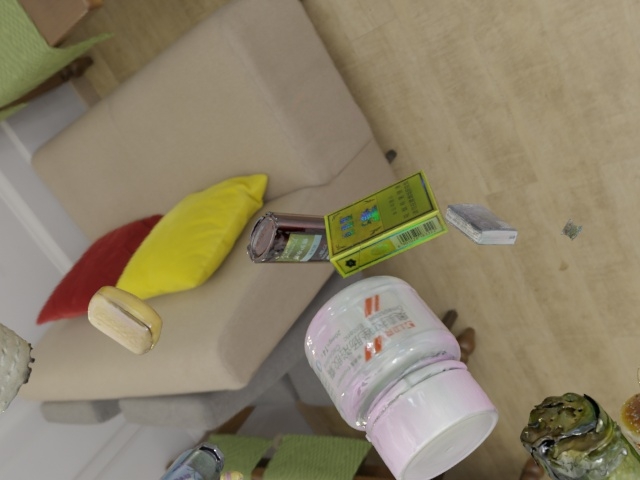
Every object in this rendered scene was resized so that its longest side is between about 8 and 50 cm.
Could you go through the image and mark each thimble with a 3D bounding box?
[{"bbox_3d":[-0.369,0.131,0.632,0.102,0.115,0.090,-33,131,17],"label":"thimble"}]

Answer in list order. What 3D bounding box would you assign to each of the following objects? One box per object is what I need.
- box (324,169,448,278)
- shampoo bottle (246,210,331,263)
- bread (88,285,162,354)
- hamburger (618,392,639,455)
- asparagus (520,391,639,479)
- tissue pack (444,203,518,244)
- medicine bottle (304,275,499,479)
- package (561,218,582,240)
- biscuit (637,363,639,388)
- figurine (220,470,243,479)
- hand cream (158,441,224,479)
[{"bbox_3d":[0.118,-0.032,1.144,0.220,0.141,0.064,-24,128,13],"label":"box"},{"bbox_3d":[0.000,0.000,1.346,0.084,0.323,0.129,55,127,36],"label":"shampoo bottle"},{"bbox_3d":[-0.281,0.112,0.886,0.115,0.056,0.082,31,125,6],"label":"bread"},{"bbox_3d":[0.522,0.281,0.910,0.126,0.141,0.081,-13,117,22],"label":"hamburger"},{"bbox_3d":[0.438,0.376,0.837,0.382,0.108,0.128,48,130,-8],"label":"asparagus"},{"bbox_3d":[0.396,-0.041,1.493,0.156,0.112,0.051,-126,41,-55],"label":"tissue pack"},{"bbox_3d":[0.136,0.237,1.051,0.302,0.241,0.241,53,148,37],"label":"medicine bottle"},{"bbox_3d":[0.495,-0.021,1.189,0.015,0.110,0.037,28,103,5],"label":"package"},{"bbox_3d":[0.902,0.343,1.484,0.219,0.033,0.220,6,103,25],"label":"biscuit"},{"bbox_3d":[-0.164,0.557,1.248,0.187,0.083,0.083,46,141,24],"label":"figurine"},{"bbox_3d":[-0.172,0.300,0.620,0.058,0.271,0.091,-1,102,15],"label":"hand cream"}]
